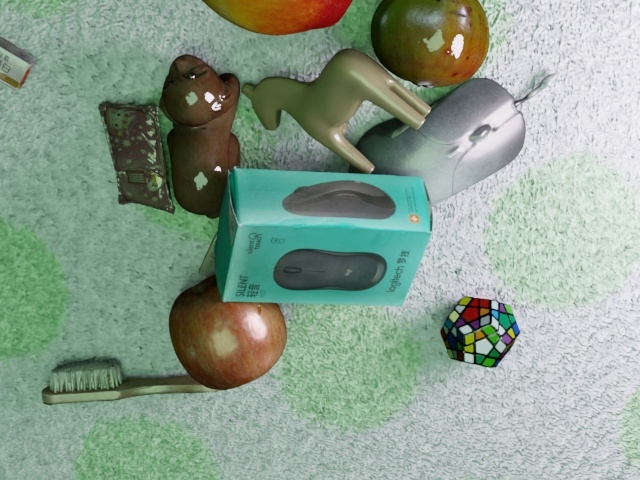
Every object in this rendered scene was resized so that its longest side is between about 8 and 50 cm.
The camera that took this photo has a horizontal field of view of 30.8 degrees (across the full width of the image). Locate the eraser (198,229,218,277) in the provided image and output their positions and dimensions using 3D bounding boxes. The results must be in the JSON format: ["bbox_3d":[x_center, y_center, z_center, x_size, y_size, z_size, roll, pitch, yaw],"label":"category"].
[{"bbox_3d":[-0.172,0.024,1.951,0.038,0.019,0.083,22,110,-10],"label":"eraser"}]

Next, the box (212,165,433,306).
[{"bbox_3d":[0.000,0.000,1.806,0.311,0.118,0.205,3,139,-12],"label":"box"}]

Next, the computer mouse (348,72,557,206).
[{"bbox_3d":[0.214,-0.157,1.841,0.379,0.090,0.167,-33,109,11],"label":"computer mouse"}]

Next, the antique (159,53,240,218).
[{"bbox_3d":[-0.189,-0.162,1.815,0.121,0.143,0.257,1,110,2],"label":"antique"}]

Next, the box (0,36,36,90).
[{"bbox_3d":[-0.553,-0.314,1.811,0.218,0.039,0.055,31,110,-11],"label":"box"}]

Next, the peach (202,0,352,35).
[{"bbox_3d":[-0.069,-0.443,1.622,0.307,0.308,0.332,-28,113,11],"label":"peach"}]

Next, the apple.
[{"bbox_3d":[-0.154,0.145,1.910,0.188,0.188,0.174,-22,107,9],"label":"apple"}]

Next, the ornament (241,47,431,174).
[{"bbox_3d":[0.011,-0.207,1.797,0.245,0.061,0.230,39,136,-6],"label":"ornament"}]

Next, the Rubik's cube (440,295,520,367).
[{"bbox_3d":[0.267,0.154,1.949,0.112,0.133,0.133,-18,113,-21],"label":"Rubik's cube"}]

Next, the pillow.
[{"bbox_3d":[-0.291,-0.134,1.872,0.118,0.043,0.185,6,113,25],"label":"pillow"}]

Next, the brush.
[{"bbox_3d":[-0.321,0.238,2.019,0.327,0.070,0.065,-3,101,0],"label":"brush"}]

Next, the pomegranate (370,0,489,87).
[{"bbox_3d":[0.168,-0.333,1.735,0.180,0.180,0.210,10,94,-3],"label":"pomegranate"}]
